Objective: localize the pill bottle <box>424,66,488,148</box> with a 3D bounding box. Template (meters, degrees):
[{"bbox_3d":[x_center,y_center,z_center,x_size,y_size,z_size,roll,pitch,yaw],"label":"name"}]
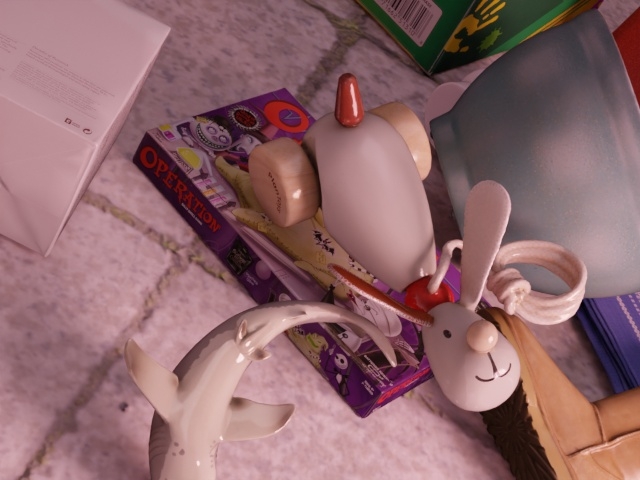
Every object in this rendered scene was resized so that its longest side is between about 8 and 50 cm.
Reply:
[{"bbox_3d":[0.213,-0.143,1.695,0.186,0.112,0.112,-8,54,-40],"label":"pill bottle"}]

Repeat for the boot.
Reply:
[{"bbox_3d":[0.290,0.152,1.417,0.269,0.089,0.236,-12,74,-28],"label":"boot"}]

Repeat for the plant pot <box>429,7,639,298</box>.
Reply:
[{"bbox_3d":[0.224,-0.067,1.510,0.196,0.293,0.293,-16,47,6],"label":"plant pot"}]

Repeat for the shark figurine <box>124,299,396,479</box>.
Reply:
[{"bbox_3d":[-0.076,0.109,1.236,0.278,0.116,0.166,-42,100,-30],"label":"shark figurine"}]

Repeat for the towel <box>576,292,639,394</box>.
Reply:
[{"bbox_3d":[0.426,0.127,1.624,0.336,0.040,0.243,8,43,-31],"label":"towel"}]

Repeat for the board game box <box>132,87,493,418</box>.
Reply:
[{"bbox_3d":[0.000,0.000,1.455,0.347,0.056,0.208,47,37,17],"label":"board game box"}]

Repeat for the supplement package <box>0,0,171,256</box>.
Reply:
[{"bbox_3d":[-0.272,-0.133,1.326,0.194,0.149,0.203,28,39,-6],"label":"supplement package"}]

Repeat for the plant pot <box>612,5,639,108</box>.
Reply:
[{"bbox_3d":[0.507,-0.158,1.815,0.267,0.267,0.236,9,57,-27],"label":"plant pot"}]

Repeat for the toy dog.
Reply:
[{"bbox_3d":[0.076,-0.023,1.319,0.333,0.161,0.220,35,60,21],"label":"toy dog"}]

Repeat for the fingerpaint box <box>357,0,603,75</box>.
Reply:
[{"bbox_3d":[0.140,-0.450,1.927,0.371,0.163,0.445,-21,63,-45],"label":"fingerpaint box"}]
